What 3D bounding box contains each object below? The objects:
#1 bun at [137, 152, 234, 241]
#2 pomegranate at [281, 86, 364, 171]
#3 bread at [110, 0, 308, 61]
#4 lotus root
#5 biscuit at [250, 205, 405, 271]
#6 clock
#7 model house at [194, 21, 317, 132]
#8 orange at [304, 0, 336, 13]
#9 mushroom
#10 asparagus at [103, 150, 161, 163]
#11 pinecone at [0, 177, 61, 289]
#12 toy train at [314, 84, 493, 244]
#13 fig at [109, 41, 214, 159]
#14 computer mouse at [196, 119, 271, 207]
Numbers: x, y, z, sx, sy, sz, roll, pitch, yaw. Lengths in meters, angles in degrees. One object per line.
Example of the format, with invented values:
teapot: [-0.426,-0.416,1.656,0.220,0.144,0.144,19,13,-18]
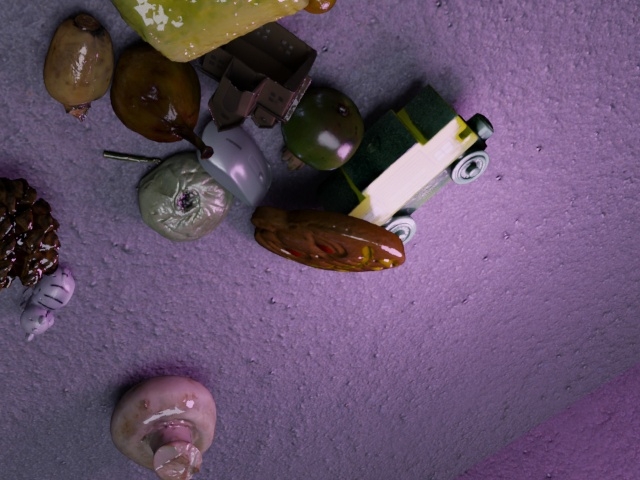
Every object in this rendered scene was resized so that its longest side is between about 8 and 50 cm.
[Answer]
bun: [-0.304,-0.087,1.679,0.221,0.108,0.221,-10,129,-13]
pomegranate: [-0.012,-0.233,1.645,0.187,0.187,0.225,15,144,-29]
bread: [-0.204,-0.489,1.257,0.307,0.348,0.348,-32,130,11]
lotus root: [-0.468,-0.325,1.433,0.125,0.118,0.221,15,119,-9]
biscuit: [-0.003,0.009,1.721,0.350,0.394,0.070,20,75,-23]
clock: [-0.641,0.145,1.732,0.080,0.117,0.176,28,112,-35]
model house: [-0.155,-0.302,1.507,0.211,0.204,0.243,32,149,-3]
orange: [-0.007,-0.502,1.482,0.085,0.085,0.095,-14,132,-9]
mushroom: [-0.415,0.525,1.997,0.297,0.290,0.298,-9,128,-12]
asparagus: [-0.412,-0.181,1.628,0.127,0.018,0.015,6,149,-24]
pinecone: [-0.660,-0.013,1.540,0.243,0.243,0.257,-34,173,8]
toy train: [0.193,-0.163,1.732,0.442,0.179,0.272,-42,141,14]
fig: [-0.312,-0.251,1.432,0.190,0.290,0.191,-9,139,-8]
computer mouse: [-0.181,-0.174,1.642,0.079,0.128,0.231,-7,147,40]
